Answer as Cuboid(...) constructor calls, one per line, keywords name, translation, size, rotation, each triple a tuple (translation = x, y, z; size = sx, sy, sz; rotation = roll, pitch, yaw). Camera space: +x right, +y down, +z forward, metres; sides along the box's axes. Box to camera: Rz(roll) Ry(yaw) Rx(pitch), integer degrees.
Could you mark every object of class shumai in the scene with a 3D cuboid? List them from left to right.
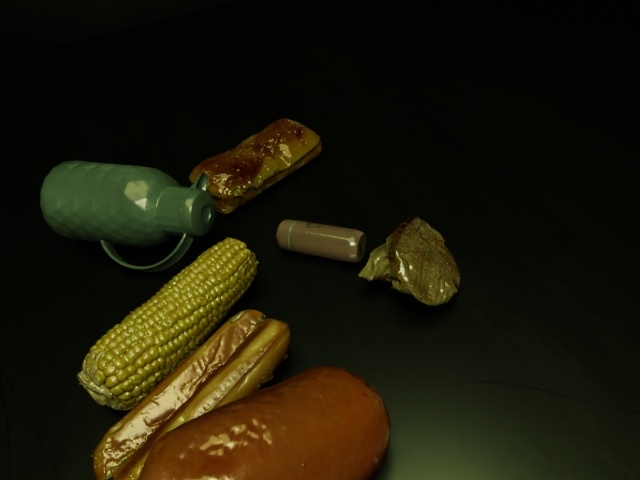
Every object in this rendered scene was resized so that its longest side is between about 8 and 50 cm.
Cuboid(name="shumai", translation=(0.134, 0.033, 0.662), size=(0.123, 0.105, 0.139), rotation=(40, 62, -10))

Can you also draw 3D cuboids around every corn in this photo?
Cuboid(name="corn", translation=(-0.188, 0.103, 0.634), size=(0.106, 0.106, 0.293), rotation=(19, 47, 30))

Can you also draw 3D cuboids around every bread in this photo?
Cuboid(name="bread", translation=(-0.121, -0.154, 0.918), size=(0.139, 0.077, 0.271), rotation=(31, 53, 34))

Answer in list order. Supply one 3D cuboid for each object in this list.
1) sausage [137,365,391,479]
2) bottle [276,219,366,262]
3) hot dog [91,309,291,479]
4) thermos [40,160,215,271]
Cuboid(name="sausage", translation=(-0.043, 0.207, 0.441), size=(0.258, 0.133, 0.133), rotation=(-11, 37, -31))
Cuboid(name="bottle", translation=(0.000, 0.000, 0.736), size=(0.140, 0.053, 0.053), rotation=(9, 45, 22))
Cuboid(name="hot dog", translation=(-0.144, 0.185, 0.547), size=(0.115, 0.072, 0.269), rotation=(27, 55, 34))
Cuboid(name="thermos", translation=(-0.327, -0.045, 0.800), size=(0.286, 0.145, 0.182), rotation=(8, 77, 19))
